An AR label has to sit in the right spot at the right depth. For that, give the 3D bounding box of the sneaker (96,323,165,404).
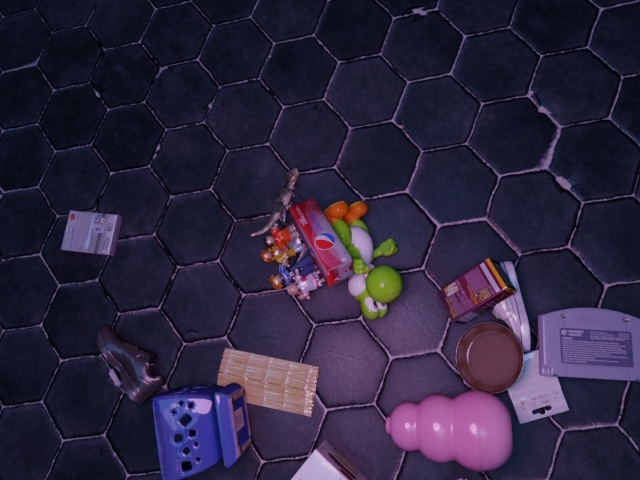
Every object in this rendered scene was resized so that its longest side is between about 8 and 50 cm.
[{"bbox_3d":[-0.605,0.378,1.625,0.130,0.109,0.286,-36,81,-10],"label":"sneaker"}]

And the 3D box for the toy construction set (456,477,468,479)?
[{"bbox_3d":[0.314,0.791,1.330,0.328,0.151,0.215,-37,110,-1],"label":"toy construction set"}]

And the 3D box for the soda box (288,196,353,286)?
[{"bbox_3d":[0.000,0.000,1.472,0.083,0.092,0.263,-24,54,-10],"label":"soda box"}]

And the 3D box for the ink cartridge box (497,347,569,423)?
[{"bbox_3d":[0.601,0.411,1.444,0.145,0.045,0.179,-18,82,4],"label":"ink cartridge box"}]

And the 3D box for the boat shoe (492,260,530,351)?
[{"bbox_3d":[0.541,0.192,1.471,0.088,0.096,0.267,-11,75,11],"label":"boat shoe"}]

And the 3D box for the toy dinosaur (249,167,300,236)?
[{"bbox_3d":[-0.115,-0.103,1.662,0.118,0.064,0.268,30,86,21],"label":"toy dinosaur"}]

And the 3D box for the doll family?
[{"bbox_3d":[-0.095,0.074,1.599,0.163,0.118,0.263,-24,79,-15],"label":"doll family"}]

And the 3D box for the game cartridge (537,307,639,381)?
[{"bbox_3d":[0.757,0.286,1.414,0.294,0.060,0.196,4,82,0],"label":"game cartridge"}]

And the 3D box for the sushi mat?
[{"bbox_3d":[-0.166,0.437,1.571,0.317,0.019,0.151,9,81,12],"label":"sushi mat"}]

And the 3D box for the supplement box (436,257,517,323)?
[{"bbox_3d":[0.445,0.148,1.454,0.188,0.081,0.104,-40,55,26],"label":"supplement box"}]

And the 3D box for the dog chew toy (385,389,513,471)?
[{"bbox_3d":[0.346,0.514,1.386,0.332,0.206,0.206,-3,77,17],"label":"dog chew toy"}]

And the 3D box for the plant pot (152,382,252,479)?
[{"bbox_3d":[-0.327,0.535,1.462,0.212,0.236,0.235,-10,82,4],"label":"plant pot"}]

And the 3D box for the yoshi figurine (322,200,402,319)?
[{"bbox_3d":[0.145,0.049,1.519,0.204,0.203,0.362,-19,78,-2],"label":"yoshi figurine"}]

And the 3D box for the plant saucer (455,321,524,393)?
[{"bbox_3d":[0.484,0.334,1.444,0.199,0.036,0.198,-14,67,36],"label":"plant saucer"}]

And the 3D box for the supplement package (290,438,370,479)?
[{"bbox_3d":[0.031,0.686,1.394,0.203,0.194,0.149,38,86,14],"label":"supplement package"}]

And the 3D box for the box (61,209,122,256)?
[{"bbox_3d":[-0.797,-0.026,1.766,0.186,0.038,0.145,5,78,9],"label":"box"}]
